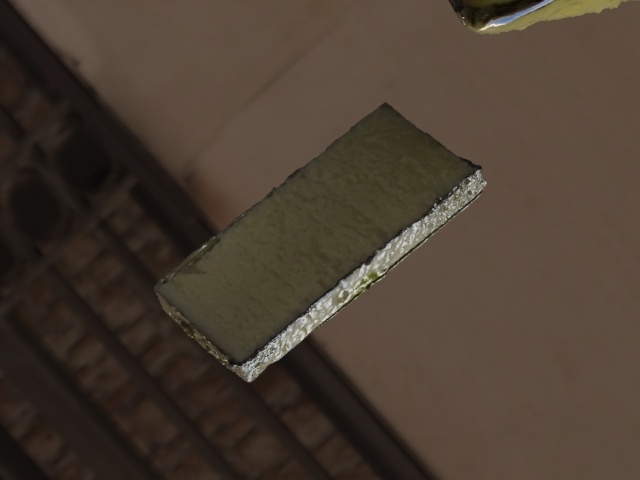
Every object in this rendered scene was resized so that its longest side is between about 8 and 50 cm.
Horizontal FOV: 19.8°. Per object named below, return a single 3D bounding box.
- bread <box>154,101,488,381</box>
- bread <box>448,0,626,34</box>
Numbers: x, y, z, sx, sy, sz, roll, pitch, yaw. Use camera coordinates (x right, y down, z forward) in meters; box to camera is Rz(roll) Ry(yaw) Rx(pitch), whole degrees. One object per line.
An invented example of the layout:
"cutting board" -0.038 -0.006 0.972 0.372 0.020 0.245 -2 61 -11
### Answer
"bread" 0.000 0.000 0.842 0.153 0.068 0.028 -39 147 -19
"bread" 0.145 -0.277 1.090 0.236 0.263 0.198 -17 164 -23
